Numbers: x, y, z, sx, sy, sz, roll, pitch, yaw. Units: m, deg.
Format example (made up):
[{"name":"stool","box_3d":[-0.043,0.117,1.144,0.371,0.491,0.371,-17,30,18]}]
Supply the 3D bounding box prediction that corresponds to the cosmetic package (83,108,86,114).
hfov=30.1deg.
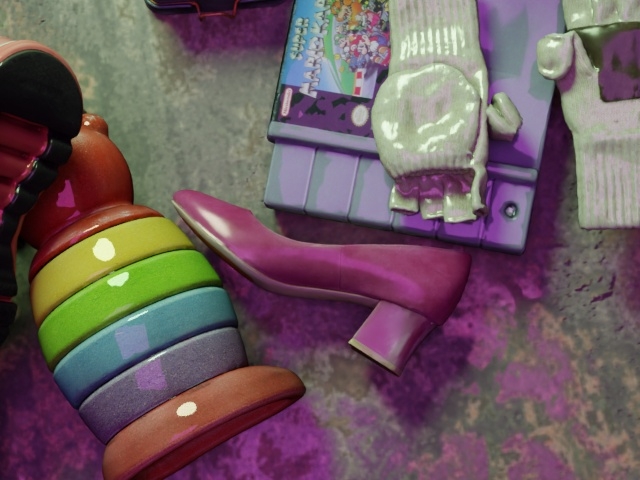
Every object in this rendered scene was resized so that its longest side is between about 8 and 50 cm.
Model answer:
[{"name":"cosmetic package","box_3d":[-0.263,-0.085,1.036,0.060,0.041,0.115,33,90,9]}]

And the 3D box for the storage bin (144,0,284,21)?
[{"name":"storage bin","box_3d":[-0.097,-0.241,1.005,0.135,0.091,0.098,-3,85,7]}]

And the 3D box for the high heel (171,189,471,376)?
[{"name":"high heel","box_3d":[0.000,0.000,0.982,0.244,0.082,0.117,33,82,12]}]

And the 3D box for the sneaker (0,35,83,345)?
[{"name":"sneaker","box_3d":[-0.291,-0.017,0.918,0.136,0.116,0.313,32,96,45]}]

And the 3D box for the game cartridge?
[{"name":"game cartridge","box_3d":[0.089,-0.181,0.996,0.230,0.068,0.354,11,87,3]}]

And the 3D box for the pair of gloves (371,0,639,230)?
[{"name":"pair of gloves","box_3d":[0.160,-0.112,0.933,0.240,0.042,0.204,4,86,8]}]

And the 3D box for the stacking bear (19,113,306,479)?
[{"name":"stacking bear","box_3d":[-0.163,0.039,0.963,0.175,0.164,0.289,-30,78,3]}]
